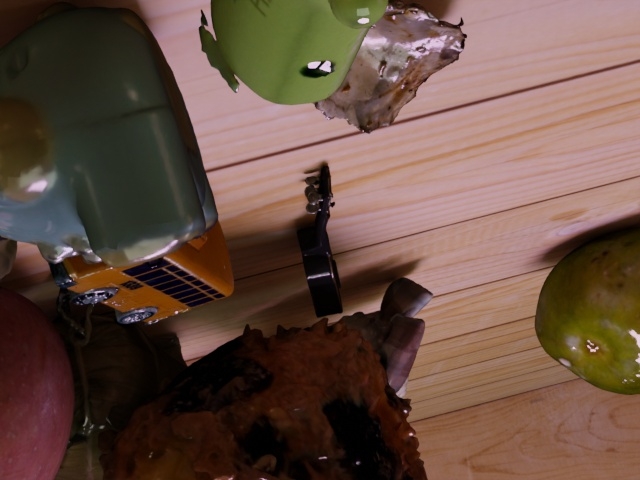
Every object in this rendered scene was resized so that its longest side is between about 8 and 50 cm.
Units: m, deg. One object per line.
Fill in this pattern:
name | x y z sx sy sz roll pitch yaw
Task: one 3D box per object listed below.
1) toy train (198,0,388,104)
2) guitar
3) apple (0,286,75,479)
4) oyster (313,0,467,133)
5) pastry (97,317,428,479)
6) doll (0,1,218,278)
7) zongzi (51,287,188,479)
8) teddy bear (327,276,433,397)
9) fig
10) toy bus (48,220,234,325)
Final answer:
toy train | -0.003 -0.155 0.461 0.105 0.157 0.253 -10 164 -16
guitar | -0.002 0.000 1.153 0.038 0.083 0.271 -12 158 -3
apple | -0.370 0.168 1.058 0.306 0.235 0.305 -7 157 -3
oyster | 0.022 -0.125 0.771 0.177 0.056 0.105 0 146 -44
pastry | -0.046 0.250 1.221 0.292 0.337 0.405 -6 168 37
doll | -0.205 -0.036 0.673 0.261 0.161 0.177 -17 -175 0
zongzi | -0.344 0.193 1.310 0.418 0.181 0.447 -15 161 1
teddy bear | -0.054 0.201 1.535 0.375 0.327 0.362 8 123 10
fig | 0.440 0.055 1.581 0.314 0.233 0.233 -56 173 -17
toy bus | -0.148 0.002 0.964 0.114 0.098 0.201 -18 164 8
